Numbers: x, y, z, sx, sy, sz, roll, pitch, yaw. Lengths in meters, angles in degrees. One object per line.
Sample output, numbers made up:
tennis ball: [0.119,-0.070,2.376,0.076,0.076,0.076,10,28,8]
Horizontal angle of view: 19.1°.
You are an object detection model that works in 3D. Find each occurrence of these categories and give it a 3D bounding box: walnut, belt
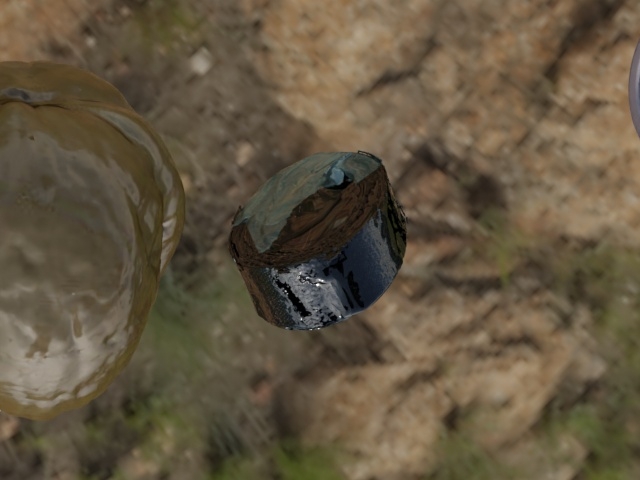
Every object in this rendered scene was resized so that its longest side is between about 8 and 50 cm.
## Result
walnut: [-0.134,-0.004,0.875,0.149,0.166,0.166,-12,124,-17]
belt: [0.000,0.000,1.189,0.105,0.140,0.058,-7,124,24]

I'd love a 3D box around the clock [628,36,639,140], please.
clock: [0.389,-0.149,1.811,0.068,0.197,0.197,4,117,-41]
